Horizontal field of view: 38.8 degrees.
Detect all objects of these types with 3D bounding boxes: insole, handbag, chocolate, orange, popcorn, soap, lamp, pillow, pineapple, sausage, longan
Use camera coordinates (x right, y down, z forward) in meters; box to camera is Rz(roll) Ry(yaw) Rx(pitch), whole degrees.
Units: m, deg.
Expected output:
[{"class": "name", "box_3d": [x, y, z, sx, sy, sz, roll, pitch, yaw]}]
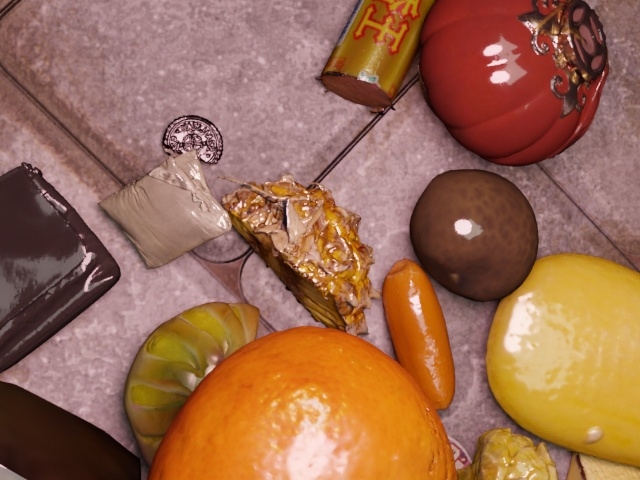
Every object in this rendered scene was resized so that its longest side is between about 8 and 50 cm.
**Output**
[{"class": "insole", "box_3d": [0.228, 0.373, 1.447, 0.197, 0.004, 0.065, 44, 80, -8]}, {"class": "handbag", "box_3d": [-0.436, 0.041, 1.276, 0.247, 0.080, 0.223, -39, 90, -8]}, {"class": "chocolate", "box_3d": [-0.429, 0.358, 1.160, 0.326, 0.314, 0.297, 27, 92, -14]}, {"class": "orange", "box_3d": [-0.015, 0.321, 1.121, 0.326, 0.424, 0.424, 23, 82, 29]}, {"class": "popcorn", "box_3d": [0.269, 0.386, 1.384, 0.173, 0.168, 0.195, 9, 124, -23]}, {"class": "soap", "box_3d": [0.463, 0.196, 1.449, 0.427, 0.115, 0.306, 23, 88, -10]}, {"class": "lamp", "box_3d": [0.281, -0.260, 1.340, 0.303, 0.257, 0.303, 15, 70, -45]}, {"class": "pillow", "box_3d": [-0.221, -0.039, 1.285, 0.134, 0.181, 0.078, 57, 37, -13]}, {"class": "pineapple", "box_3d": [0.002, 0.001, 1.329, 0.161, 0.158, 0.334, -41, 96, -11]}, {"class": "sausage", "box_3d": [0.122, -0.352, 1.386, 0.125, 0.117, 0.317, 30, 83, -19]}, {"class": "longan", "box_3d": [0.229, -0.012, 1.368, 0.212, 0.198, 0.198, 22, 84, -23]}, {"class": "sausage", "box_3d": [0.151, 0.145, 1.389, 0.098, 0.098, 0.238, -14, 94, -13]}]

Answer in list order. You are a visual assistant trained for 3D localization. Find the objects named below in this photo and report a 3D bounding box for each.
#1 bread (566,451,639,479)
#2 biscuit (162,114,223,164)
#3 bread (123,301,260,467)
[{"class": "bread", "box_3d": [0.521, 0.432, 1.457, 0.265, 0.142, 0.178, 17, 44, -10]}, {"class": "biscuit", "box_3d": [-0.189, -0.146, 1.357, 0.087, 0.027, 0.089, -34, 96, -12]}, {"class": "bread", "box_3d": [-0.193, 0.198, 1.284, 0.156, 0.158, 0.261, 17, 82, -8]}]
